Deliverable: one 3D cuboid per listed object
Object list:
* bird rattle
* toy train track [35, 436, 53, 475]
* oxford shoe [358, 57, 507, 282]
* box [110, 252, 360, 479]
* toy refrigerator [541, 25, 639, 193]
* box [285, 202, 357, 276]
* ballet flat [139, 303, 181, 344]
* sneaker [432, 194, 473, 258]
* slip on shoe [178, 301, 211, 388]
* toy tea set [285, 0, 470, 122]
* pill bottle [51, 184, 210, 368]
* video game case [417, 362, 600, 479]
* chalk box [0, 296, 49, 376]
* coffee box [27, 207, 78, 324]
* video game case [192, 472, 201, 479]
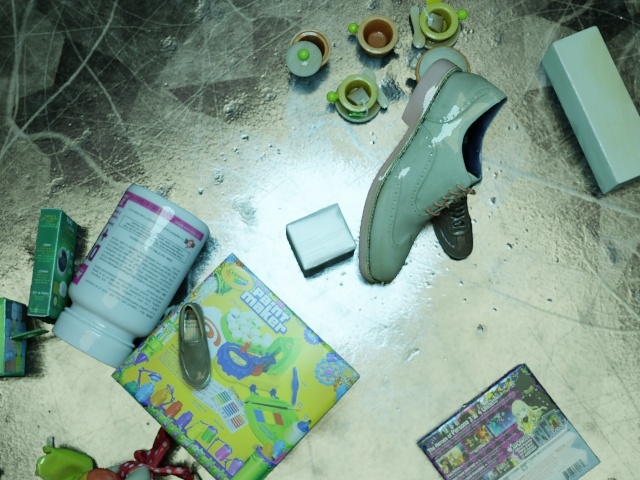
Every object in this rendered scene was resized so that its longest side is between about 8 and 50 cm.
[{"bbox_3d":[-0.340,0.405,1.775,0.254,0.207,0.143,-6,100,8],"label":"bird rattle"},{"bbox_3d":[-0.461,0.378,1.865,0.048,0.014,0.083,-3,77,5],"label":"toy train track"},{"bbox_3d":[0.180,-0.094,1.815,0.147,0.140,0.397,27,108,24],"label":"oxford shoe"},{"bbox_3d":[-0.133,0.225,1.804,0.290,0.177,0.279,44,84,7],"label":"box"},{"bbox_3d":[0.491,-0.227,1.907,0.094,0.102,0.269,-22,82,-3],"label":"toy refrigerator"},{"bbox_3d":[0.000,0.000,1.875,0.102,0.101,0.087,-24,82,-5],"label":"box"},{"bbox_3d":[-0.270,0.140,1.888,0.041,0.041,0.114,43,83,6],"label":"ballet flat"},{"bbox_3d":[0.225,-0.062,1.898,0.066,0.071,0.188,-12,81,-2],"label":"sneaker"},{"bbox_3d":[-0.197,0.163,1.705,0.051,0.041,0.135,-2,80,0],"label":"slip on shoe"},{"bbox_3d":[0.110,-0.318,1.909,0.336,0.124,0.200,-12,82,-2],"label":"toy tea set"},{"bbox_3d":[-0.321,0.063,1.836,0.160,0.160,0.283,29,82,4],"label":"pill bottle"},{"bbox_3d":[0.317,0.359,1.850,0.232,0.042,0.210,-37,83,-5],"label":"video game case"},{"bbox_3d":[-0.569,0.167,1.837,0.213,0.132,0.132,0,81,1],"label":"chalk box"},{"bbox_3d":[-0.454,0.046,1.859,0.040,0.113,0.184,3,79,4],"label":"coffee box"},{"bbox_3d":[-0.252,0.520,1.831,0.201,0.023,0.183,-29,82,-8],"label":"video game case"}]
